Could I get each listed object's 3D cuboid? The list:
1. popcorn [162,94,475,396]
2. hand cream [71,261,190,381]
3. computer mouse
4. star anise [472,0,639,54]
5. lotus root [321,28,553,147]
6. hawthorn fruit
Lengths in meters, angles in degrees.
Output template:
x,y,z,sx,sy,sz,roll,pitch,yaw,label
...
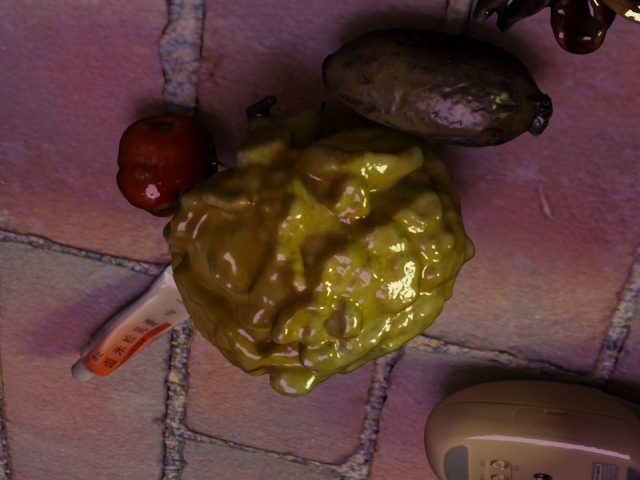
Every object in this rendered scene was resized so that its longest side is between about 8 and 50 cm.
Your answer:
x,y,z,sx,sy,sz,roll,pitch,yaw,label
-0.008,-0.003,1.378,0.225,0.249,0.249,51,134,-7,popcorn
-0.177,0.086,1.683,0.052,0.038,0.216,9,147,-38,hand cream
0.217,0.194,1.633,0.237,0.082,0.145,4,139,11,computer mouse
0.159,-0.205,1.145,0.283,0.129,0.212,19,148,-18,star anise
0.088,-0.118,1.300,0.179,0.089,0.080,15,100,7,lotus root
-0.125,-0.063,1.441,0.093,0.093,0.093,10,141,8,hawthorn fruit
